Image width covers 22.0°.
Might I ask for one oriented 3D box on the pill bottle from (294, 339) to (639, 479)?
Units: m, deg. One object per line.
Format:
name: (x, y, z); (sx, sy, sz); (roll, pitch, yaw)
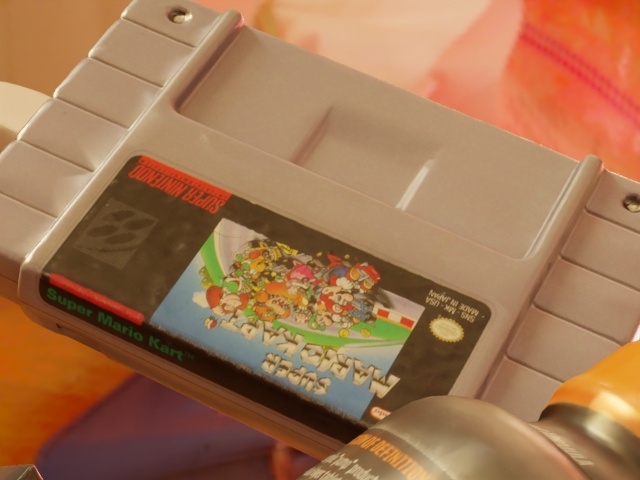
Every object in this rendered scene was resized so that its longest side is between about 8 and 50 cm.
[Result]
pill bottle: (0.011, 0.125, 0.401); (0.245, 0.130, 0.130); (-34, 113, -14)

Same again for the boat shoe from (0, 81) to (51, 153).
boat shoe: (-0.113, 0.007, 1.056); (0.102, 0.301, 0.108); (-67, 169, 23)

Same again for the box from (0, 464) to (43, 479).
box: (-0.236, 0.268, 1.160); (0.156, 0.093, 0.158); (-49, 118, -42)

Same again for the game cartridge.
game cartridge: (0.000, 0.000, 0.896); (0.230, 0.355, 0.068); (-55, 162, -39)
